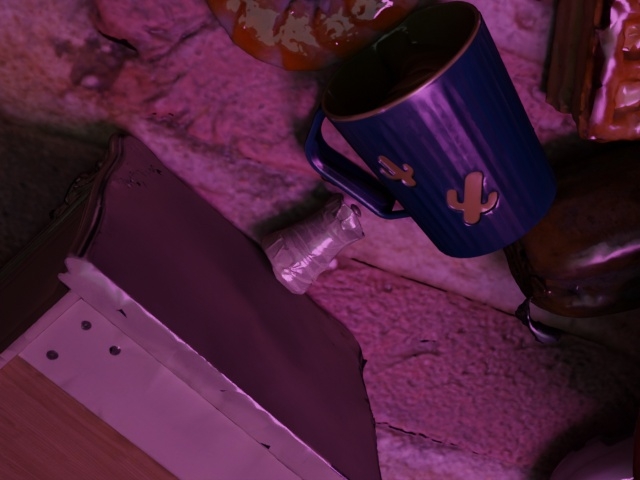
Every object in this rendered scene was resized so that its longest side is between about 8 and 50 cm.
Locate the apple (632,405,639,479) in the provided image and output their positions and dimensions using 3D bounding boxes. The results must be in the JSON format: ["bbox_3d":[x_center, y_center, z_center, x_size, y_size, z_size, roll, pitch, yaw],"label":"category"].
[{"bbox_3d":[0.405,0.168,0.687,0.363,0.364,0.364,-2,115,-4],"label":"apple"}]

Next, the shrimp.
[{"bbox_3d":[-0.011,-0.209,0.737,0.161,0.049,0.166,-30,106,11],"label":"shrimp"}]

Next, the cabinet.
[{"bbox_3d":[-0.166,0.146,0.790,0.318,0.227,0.290,-41,112,16],"label":"cabinet"}]

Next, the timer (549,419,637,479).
[{"bbox_3d":[0.348,0.257,0.956,0.262,0.087,0.237,-26,115,7],"label":"timer"}]

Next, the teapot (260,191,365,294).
[{"bbox_3d":[0.000,0.000,0.827,0.083,0.057,0.067,-38,156,13],"label":"teapot"}]

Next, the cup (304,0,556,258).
[{"bbox_3d":[0.079,-0.072,0.771,0.176,0.131,0.155,-17,123,36],"label":"cup"}]

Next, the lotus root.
[{"bbox_3d":[0.259,-0.014,0.804,0.240,0.123,0.124,-16,139,-2],"label":"lotus root"}]

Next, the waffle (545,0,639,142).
[{"bbox_3d":[0.332,-0.184,0.748,0.307,0.091,0.213,-3,115,-5],"label":"waffle"}]
